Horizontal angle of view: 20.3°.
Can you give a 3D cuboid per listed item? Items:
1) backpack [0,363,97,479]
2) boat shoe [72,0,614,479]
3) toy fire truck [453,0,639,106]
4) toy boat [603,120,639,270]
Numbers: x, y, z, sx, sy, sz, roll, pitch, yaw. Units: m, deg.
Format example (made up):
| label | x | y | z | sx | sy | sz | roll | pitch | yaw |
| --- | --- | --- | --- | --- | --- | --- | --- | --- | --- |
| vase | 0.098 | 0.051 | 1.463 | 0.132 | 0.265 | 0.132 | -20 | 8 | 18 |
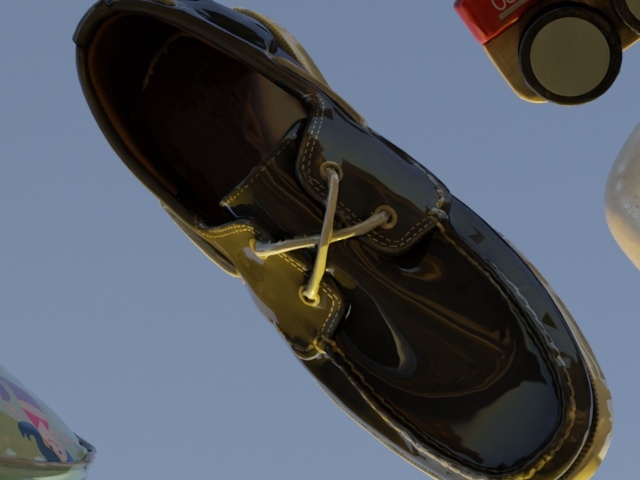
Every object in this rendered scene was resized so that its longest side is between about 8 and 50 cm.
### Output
| label | x | y | z | sx | sy | sz | roll | pitch | yaw |
| --- | --- | --- | --- | --- | --- | --- | --- | --- | --- |
| backpack | -0.195 | 0.116 | 0.665 | 0.191 | 0.253 | 0.225 | -54 | -38 | 9 |
| boat shoe | 0.000 | 0.000 | 0.592 | 0.084 | 0.233 | 0.079 | -48 | -28 | 11 |
| toy fire truck | 0.141 | -0.231 | 1.004 | 0.217 | 0.158 | 0.246 | -36 | -83 | 15 |
| toy boat | 0.378 | -0.056 | 1.284 | 0.318 | 0.267 | 0.148 | -49 | -32 | 0 |
